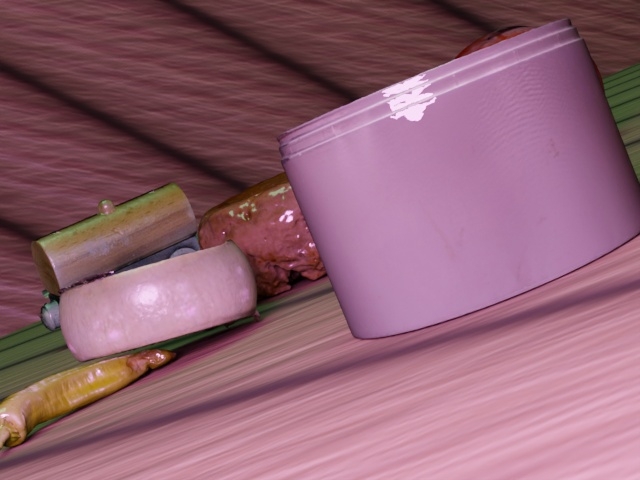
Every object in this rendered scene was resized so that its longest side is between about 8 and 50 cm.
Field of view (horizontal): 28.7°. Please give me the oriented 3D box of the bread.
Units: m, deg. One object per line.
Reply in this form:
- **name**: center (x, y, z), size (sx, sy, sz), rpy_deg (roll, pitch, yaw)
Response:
- **bread**: center (-0.027, -0.016, 1.423), size (0.230, 0.123, 0.230), rpy_deg (-22, 9, 4)

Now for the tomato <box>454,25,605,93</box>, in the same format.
- **tomato**: center (0.261, -0.187, 1.630), size (0.208, 0.184, 0.208), rpy_deg (-24, 4, 2)

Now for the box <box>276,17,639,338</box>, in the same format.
- **box**: center (0.098, -0.044, 0.873), size (0.226, 0.149, 0.226), rpy_deg (-22, 3, 1)

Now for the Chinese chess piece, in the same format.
- **Chinese chess piece**: center (-0.153, 0.061, 1.188), size (0.188, 0.083, 0.188), rpy_deg (-16, -1, 0)

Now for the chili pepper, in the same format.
- **chili pepper**: center (-0.218, 0.131, 1.098), size (0.208, 0.043, 0.049), rpy_deg (-26, -8, -48)

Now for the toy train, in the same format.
- **toy train**: center (-0.322, 0.029, 1.986), size (0.307, 0.189, 0.126), rpy_deg (-26, 7, -28)
